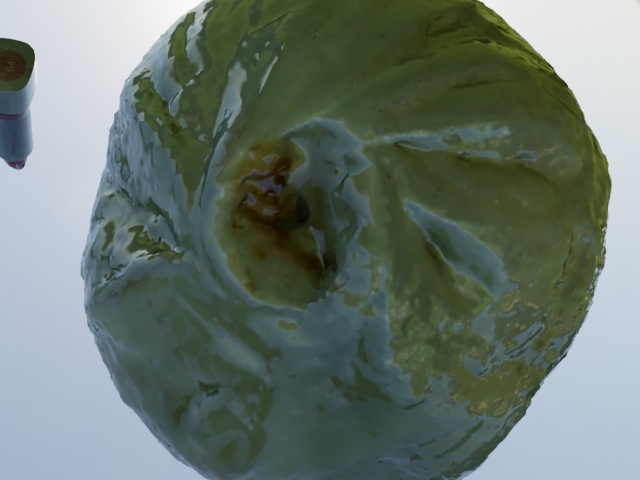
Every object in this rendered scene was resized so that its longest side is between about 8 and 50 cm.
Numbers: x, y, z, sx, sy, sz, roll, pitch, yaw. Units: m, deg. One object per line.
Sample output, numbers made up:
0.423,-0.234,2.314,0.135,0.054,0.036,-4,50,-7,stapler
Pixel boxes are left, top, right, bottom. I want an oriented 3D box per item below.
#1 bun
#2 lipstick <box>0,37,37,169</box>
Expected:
0.000,0.000,0.433,0.195,0.195,0.118,39,-167,10,bun
-0.317,-0.124,1.274,0.057,0.186,0.063,11,-120,-5,lipstick
